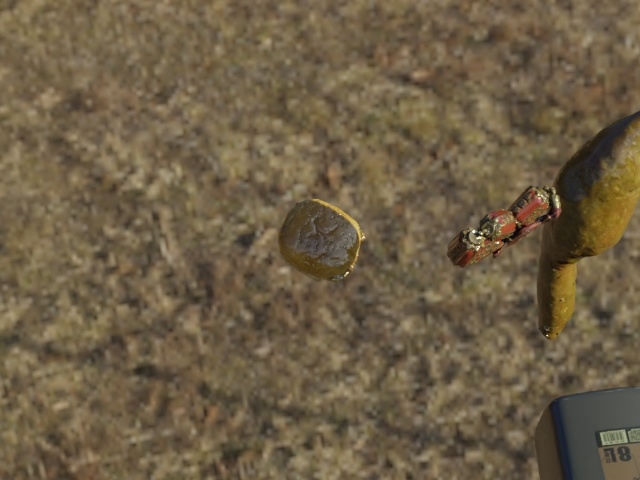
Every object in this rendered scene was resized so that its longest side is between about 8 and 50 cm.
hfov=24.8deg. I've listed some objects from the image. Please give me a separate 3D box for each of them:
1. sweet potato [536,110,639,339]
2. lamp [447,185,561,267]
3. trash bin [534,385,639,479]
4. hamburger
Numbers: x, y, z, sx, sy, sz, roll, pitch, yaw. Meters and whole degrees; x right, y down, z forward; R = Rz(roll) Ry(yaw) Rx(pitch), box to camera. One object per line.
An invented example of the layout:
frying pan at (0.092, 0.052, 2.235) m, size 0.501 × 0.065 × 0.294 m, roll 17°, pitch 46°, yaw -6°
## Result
sweet potato at (0.229, -0.015, 1.277) m, size 0.074 × 0.269 × 0.075 m, roll 11°, pitch 38°, yaw -9°
lamp at (0.127, -0.006, 1.042) m, size 0.083 × 0.063 × 0.031 m, roll -22°, pitch 70°, yaw -33°
trash bin at (0.357, 0.324, 1.666) m, size 0.209 × 0.182 × 0.290 m, roll -5°, pitch 60°, yaw -3°
hamburger at (0.000, 0.000, 1.450) m, size 0.083 × 0.076 × 0.044 m, roll 19°, pitch -11°, yaw 1°
